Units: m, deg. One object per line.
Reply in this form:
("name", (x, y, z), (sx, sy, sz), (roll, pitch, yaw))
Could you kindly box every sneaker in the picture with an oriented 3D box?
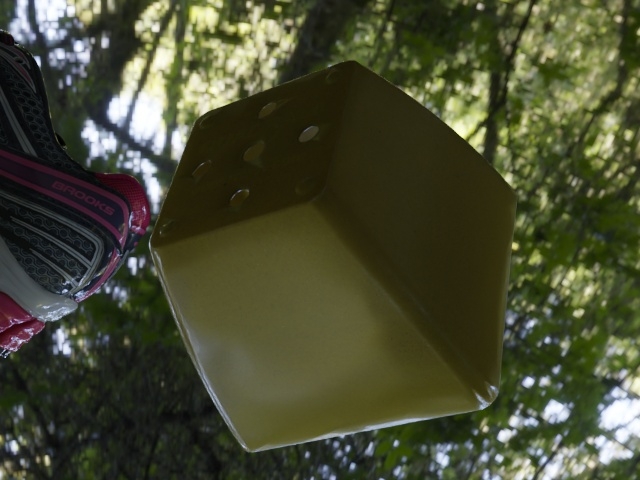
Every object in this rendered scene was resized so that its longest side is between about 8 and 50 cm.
("sneaker", (-0.209, -0.087, 0.610), (0.112, 0.121, 0.299), (-37, -91, -11))

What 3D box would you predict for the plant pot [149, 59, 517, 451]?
("plant pot", (0.000, 0.000, 0.852), (0.212, 0.187, 0.212), (-16, -139, 29))
